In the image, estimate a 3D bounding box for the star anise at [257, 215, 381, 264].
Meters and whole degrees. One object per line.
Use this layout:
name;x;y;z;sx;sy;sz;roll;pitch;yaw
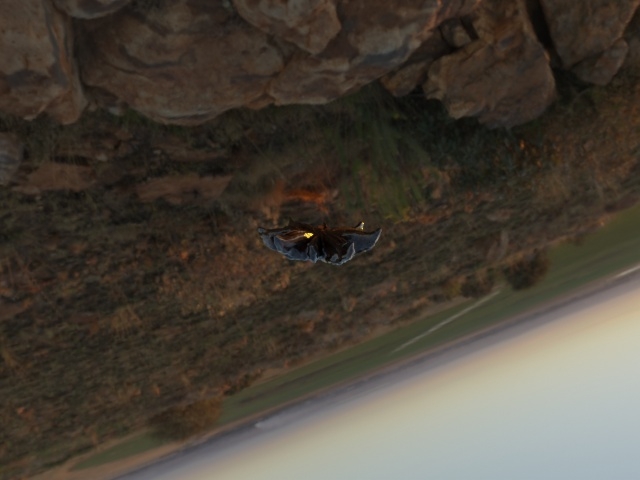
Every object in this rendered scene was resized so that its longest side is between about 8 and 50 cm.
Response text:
star anise;0.000;0.001;0.653;0.141;0.042;0.141;2;-166;0
